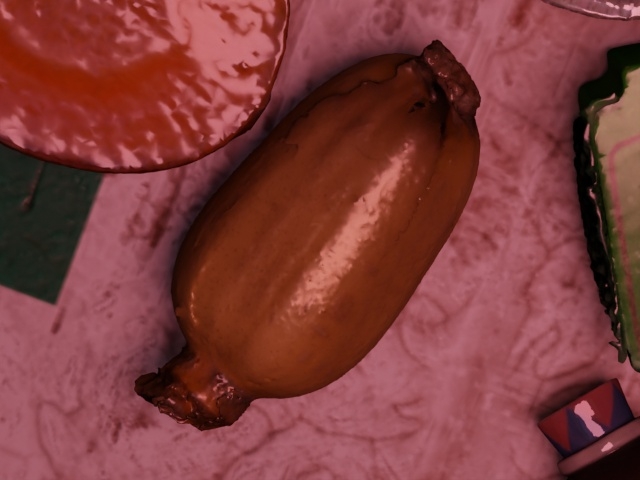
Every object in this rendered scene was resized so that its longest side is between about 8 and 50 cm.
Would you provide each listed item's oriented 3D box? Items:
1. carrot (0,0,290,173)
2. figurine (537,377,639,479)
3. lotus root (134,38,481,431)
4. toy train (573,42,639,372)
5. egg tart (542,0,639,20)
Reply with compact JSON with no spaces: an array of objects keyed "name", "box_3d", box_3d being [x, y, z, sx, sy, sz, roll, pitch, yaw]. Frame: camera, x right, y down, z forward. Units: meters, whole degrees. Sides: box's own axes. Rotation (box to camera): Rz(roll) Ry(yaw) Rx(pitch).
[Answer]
[{"name":"carrot","box_3d":[-0.160,-0.173,0.936,0.307,0.100,0.258,38,99,-9]},{"name":"figurine","box_3d":[0.254,0.223,0.998,0.158,0.161,0.275,-41,104,-36]},{"name":"lotus root","box_3d":[-0.001,-0.001,0.953,0.146,0.131,0.303,39,96,15]},{"name":"toy train","box_3d":[0.268,-0.034,0.956,0.188,0.132,0.243,-9,104,7]},{"name":"egg tart","box_3d":[0.198,-0.260,0.924,0.234,0.094,0.234,0,92,2]}]
